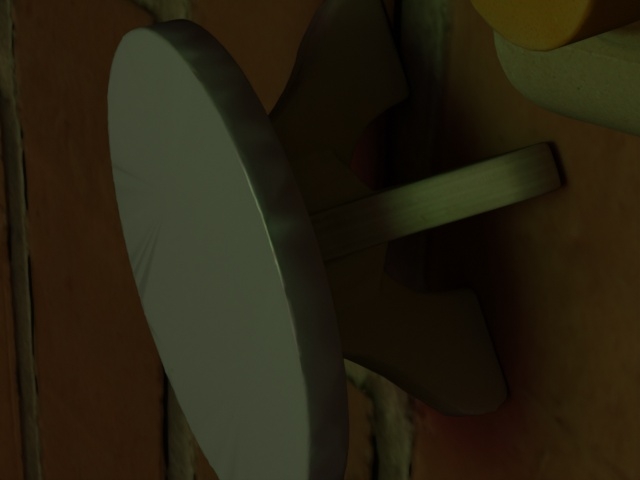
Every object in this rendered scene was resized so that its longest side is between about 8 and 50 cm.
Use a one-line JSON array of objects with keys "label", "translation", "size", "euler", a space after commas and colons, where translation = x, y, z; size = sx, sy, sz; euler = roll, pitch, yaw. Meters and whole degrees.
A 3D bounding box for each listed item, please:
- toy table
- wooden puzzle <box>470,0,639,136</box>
[{"label": "toy table", "translation": [0.000, 0.000, 1.069], "size": [0.252, 0.160, 0.274], "euler": [8, 113, 58]}, {"label": "wooden puzzle", "translation": [0.126, -0.163, 0.623], "size": [0.322, 0.080, 0.348], "euler": [23, 132, 54]}]
